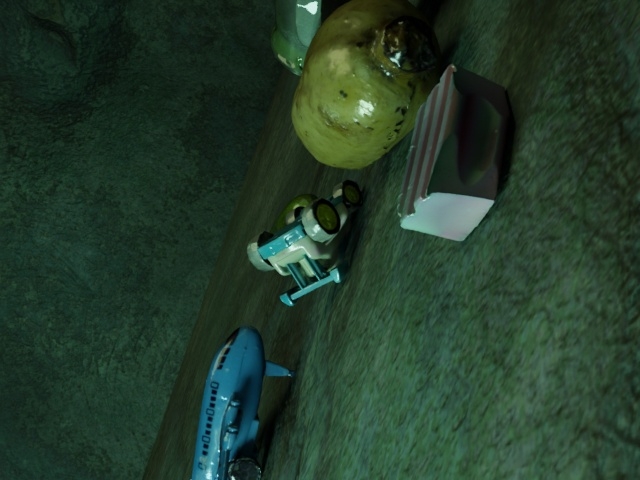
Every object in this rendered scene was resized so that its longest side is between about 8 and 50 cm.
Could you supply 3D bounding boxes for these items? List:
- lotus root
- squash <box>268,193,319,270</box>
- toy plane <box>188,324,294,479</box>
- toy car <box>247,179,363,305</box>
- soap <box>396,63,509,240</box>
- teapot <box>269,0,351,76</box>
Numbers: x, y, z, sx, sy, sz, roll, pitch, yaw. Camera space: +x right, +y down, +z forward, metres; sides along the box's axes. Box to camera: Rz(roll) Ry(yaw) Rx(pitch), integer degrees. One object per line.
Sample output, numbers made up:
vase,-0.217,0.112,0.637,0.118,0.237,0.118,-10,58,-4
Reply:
lotus root,0.048,-0.170,1.124,0.284,0.146,0.160,150,118,-71
squash,-0.041,-0.011,1.544,0.229,0.066,0.066,127,161,-65
toy plane,-0.115,0.240,1.295,0.254,0.105,0.271,-139,71,-79
toy car,0.000,0.000,1.269,0.126,0.098,0.161,-27,5,37
soap,0.107,-0.068,0.825,0.100,0.056,0.149,120,168,-54
teapot,0.024,-0.336,1.254,0.337,0.200,0.270,96,-169,-45
